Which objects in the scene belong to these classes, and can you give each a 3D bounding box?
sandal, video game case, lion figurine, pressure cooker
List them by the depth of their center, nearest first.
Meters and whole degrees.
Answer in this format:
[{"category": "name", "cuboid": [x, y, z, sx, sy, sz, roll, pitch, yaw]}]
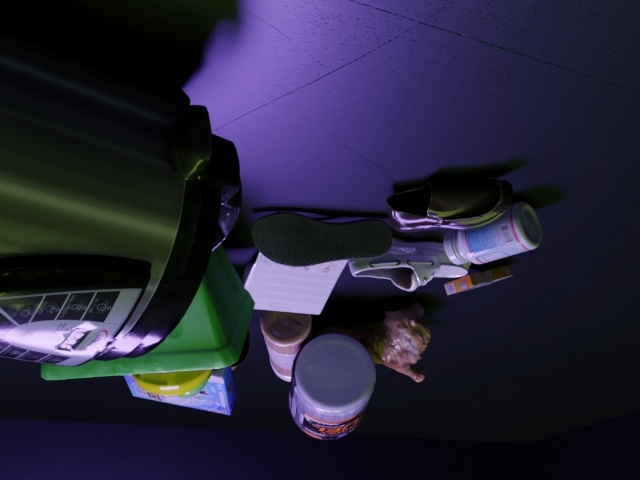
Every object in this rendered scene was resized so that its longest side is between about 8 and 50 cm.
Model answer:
[{"category": "pressure cooker", "cuboid": [-0.318, -0.043, 1.041, 0.420, 0.375, 0.370, 18, -178, -38]}, {"category": "sandal", "cuboid": [0.000, 0.001, 1.505, 0.255, 0.097, 0.054, 4, -177, -9]}, {"category": "video game case", "cuboid": [-0.324, 0.310, 1.896, 0.244, 0.061, 0.269, 12, 151, 4]}, {"category": "lion figurine", "cuboid": [0.112, 0.256, 2.054, 0.392, 0.142, 0.240, -11, 148, 34]}]

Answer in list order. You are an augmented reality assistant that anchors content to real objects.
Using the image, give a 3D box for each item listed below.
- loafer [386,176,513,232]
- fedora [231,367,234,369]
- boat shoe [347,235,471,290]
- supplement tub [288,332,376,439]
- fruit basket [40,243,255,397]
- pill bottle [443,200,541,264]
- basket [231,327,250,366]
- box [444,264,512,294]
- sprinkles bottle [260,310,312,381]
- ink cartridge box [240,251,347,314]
[{"category": "loafer", "cuboid": [0.205, -0.059, 1.369, 0.220, 0.080, 0.078, -12, 155, 26]}, {"category": "fedora", "cuboid": [-0.321, 0.317, 2.254, 0.194, 0.079, 0.194, -6, 156, -3]}, {"category": "boat shoe", "cuboid": [0.172, 0.055, 1.620, 0.277, 0.096, 0.098, 8, 153, -23]}, {"category": "supplement tub", "cuboid": [0.022, 0.360, 1.990, 0.194, 0.193, 0.316, 1, 153, -3]}, {"category": "fruit basket", "cuboid": [-0.309, 0.192, 1.583, 0.392, 0.283, 0.392, 2, 115, 4]}, {"category": "pill bottle", "cuboid": [0.304, -0.008, 1.487, 0.160, 0.087, 0.087, -19, 151, 38]}, {"category": "basket", "cuboid": [-0.312, 0.221, 1.944, 0.227, 0.154, 0.204, -8, 152, 25]}, {"category": "box", "cuboid": [0.332, 0.080, 1.725, 0.136, 0.028, 0.081, -9, 168, -34]}, {"category": "sprinkles bottle", "cuboid": [-0.075, 0.250, 2.045, 0.121, 0.121, 0.355, -1, 157, 1]}, {"category": "ink cartridge box", "cuboid": [-0.057, 0.064, 1.723, 0.189, 0.066, 0.232, 7, 135, -17]}]
